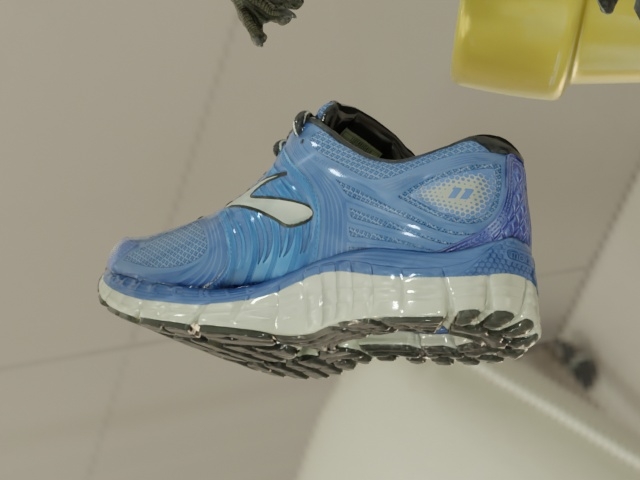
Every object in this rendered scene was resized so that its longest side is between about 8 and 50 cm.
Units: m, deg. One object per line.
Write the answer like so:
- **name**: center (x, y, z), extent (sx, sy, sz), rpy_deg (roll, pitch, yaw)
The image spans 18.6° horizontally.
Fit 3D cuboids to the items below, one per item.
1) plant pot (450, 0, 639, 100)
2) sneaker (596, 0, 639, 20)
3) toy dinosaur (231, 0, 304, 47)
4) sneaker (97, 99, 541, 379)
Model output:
- **plant pot**: center (0.229, -0.214, 1.377), extent (0.254, 0.239, 0.254), rpy_deg (10, -90, -85)
- **sneaker**: center (0.132, -0.124, 0.468), extent (0.051, 0.170, 0.089), rpy_deg (47, 165, 51)
- **toy dinosaur**: center (-0.028, -0.164, 0.897), extent (0.118, 0.064, 0.268), rpy_deg (49, 136, -11)
- **sneaker**: center (0.000, 0.000, 1.190), extent (0.330, 0.129, 0.147), rpy_deg (-5, 68, 40)
